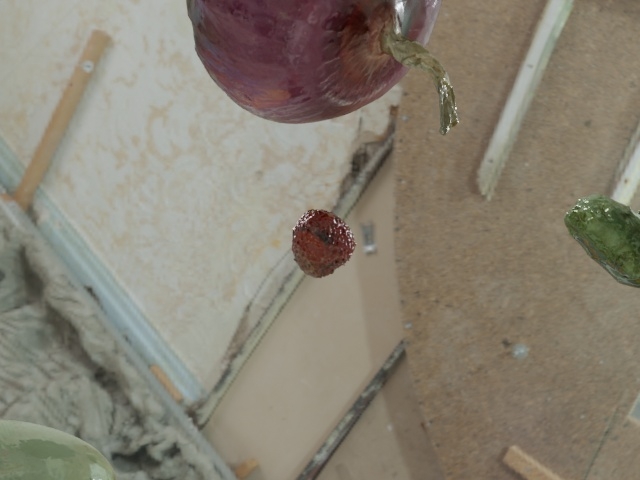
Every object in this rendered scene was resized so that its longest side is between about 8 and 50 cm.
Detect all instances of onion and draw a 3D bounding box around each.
[{"bbox_3d":[0.023,-0.314,1.132,0.344,0.358,0.359,9,-83,26],"label":"onion"}]

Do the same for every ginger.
[{"bbox_3d":[0.408,0.013,1.119,0.089,0.289,0.137,-40,-123,42],"label":"ginger"}]

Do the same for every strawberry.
[{"bbox_3d":[0.000,0.000,1.133,0.083,0.083,0.096,46,-20,25],"label":"strawberry"}]

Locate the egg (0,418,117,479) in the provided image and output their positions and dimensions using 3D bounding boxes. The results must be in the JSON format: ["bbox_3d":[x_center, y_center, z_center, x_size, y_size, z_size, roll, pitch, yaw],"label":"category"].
[{"bbox_3d":[-0.306,0.253,0.750,0.218,0.295,0.219,47,-33,44],"label":"egg"}]
